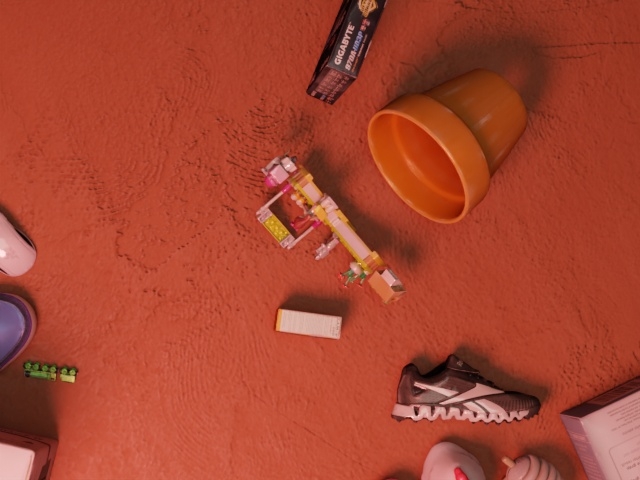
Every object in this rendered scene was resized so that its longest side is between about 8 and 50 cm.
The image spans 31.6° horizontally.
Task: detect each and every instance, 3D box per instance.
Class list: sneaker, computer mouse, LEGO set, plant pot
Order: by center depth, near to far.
[{"bbox_3d":[-0.568,0.161,1.583,0.323,0.236,0.130,-19,88,-7],"label":"sneaker"},{"bbox_3d":[-0.509,-0.025,1.703,0.193,0.042,0.106,41,81,-2],"label":"computer mouse"},{"bbox_3d":[0.000,0.000,1.723,0.107,0.132,0.287,-40,97,1],"label":"LEGO set"},{"bbox_3d":[0.209,-0.162,1.728,0.188,0.205,0.205,-39,90,-23],"label":"plant pot"},{"bbox_3d":[0.227,0.229,1.746,0.234,0.078,0.106,2,88,-4],"label":"sneaker"}]

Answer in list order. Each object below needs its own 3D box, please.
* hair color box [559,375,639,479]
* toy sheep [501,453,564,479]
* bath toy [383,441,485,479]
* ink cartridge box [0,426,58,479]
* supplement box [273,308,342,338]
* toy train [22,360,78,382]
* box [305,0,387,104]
[{"bbox_3d":[0.540,0.405,1.750,0.185,0.113,0.374,-24,88,-7],"label":"hair color box"},{"bbox_3d":[0.326,0.375,1.743,0.132,0.091,0.091,39,82,-21],"label":"toy sheep"},{"bbox_3d":[0.101,0.430,1.692,0.348,0.129,0.151,-29,89,-8],"label":"bath toy"},{"bbox_3d":[-0.490,0.315,1.555,0.211,0.289,0.121,14,81,-5],"label":"ink cartridge box"},{"bbox_3d":[-0.020,0.129,1.735,0.098,0.062,0.036,8,84,-5],"label":"supplement box"},{"bbox_3d":[-0.409,0.200,1.709,0.083,0.017,0.023,9,95,-6],"label":"toy train"},{"bbox_3d":[0.045,-0.309,1.699,0.051,0.220,0.175,22,84,-7],"label":"box"}]
